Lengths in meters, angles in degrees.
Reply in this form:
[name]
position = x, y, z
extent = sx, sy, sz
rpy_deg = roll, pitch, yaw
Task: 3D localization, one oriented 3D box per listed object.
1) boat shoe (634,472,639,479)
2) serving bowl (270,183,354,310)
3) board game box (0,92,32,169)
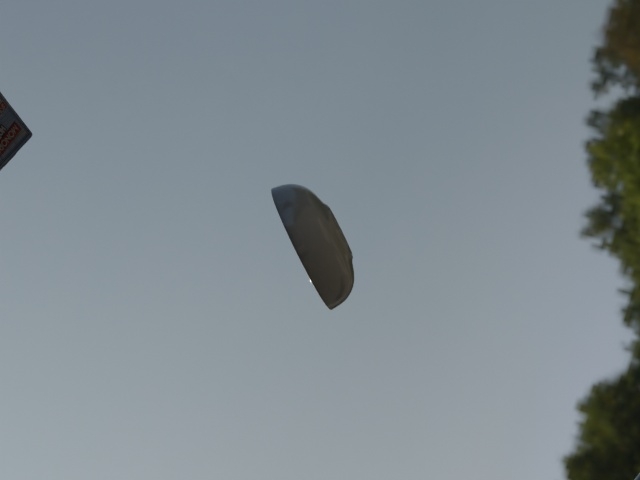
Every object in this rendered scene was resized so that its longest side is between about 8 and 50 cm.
[boat shoe]
position = 0.254, 0.178, 1.052
extent = 0.258, 0.109, 0.089
rpy_deg = -46, 4, 34
[serving bowl]
position = 0.000, 0.000, 0.899
extent = 0.027, 0.083, 0.083
rpy_deg = -26, -33, 3
[board game box]
position = -0.326, -0.113, 1.125
extent = 0.194, 0.194, 0.060
rpy_deg = 45, -131, -13
